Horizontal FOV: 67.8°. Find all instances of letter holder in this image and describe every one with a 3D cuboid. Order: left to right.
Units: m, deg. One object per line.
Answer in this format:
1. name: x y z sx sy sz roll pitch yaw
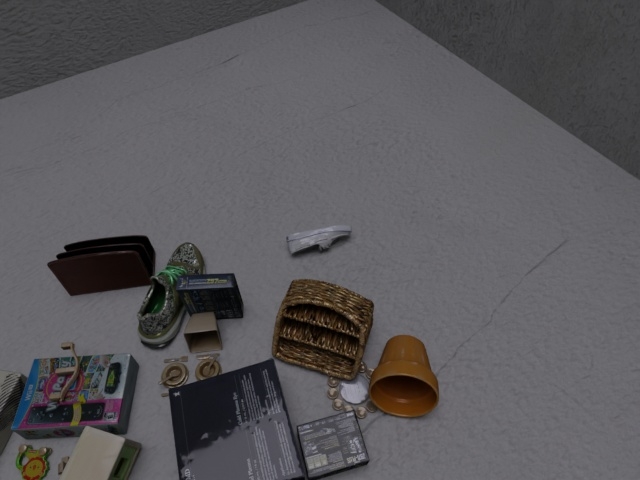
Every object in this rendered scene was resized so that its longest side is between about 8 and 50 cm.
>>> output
1. letter holder: -0.775 0.061 1.705 0.301 0.214 0.152 -8 53 -5

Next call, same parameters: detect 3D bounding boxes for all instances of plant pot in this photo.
1. plant pot: -0.390 0.301 1.596 0.109 0.109 0.096 -6 43 -4
2. plant pot: 0.259 0.403 1.468 0.205 0.205 0.188 9 38 7

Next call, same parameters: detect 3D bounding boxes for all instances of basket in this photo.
1. basket: 0.007 0.277 1.531 0.299 0.213 0.223 16 50 13

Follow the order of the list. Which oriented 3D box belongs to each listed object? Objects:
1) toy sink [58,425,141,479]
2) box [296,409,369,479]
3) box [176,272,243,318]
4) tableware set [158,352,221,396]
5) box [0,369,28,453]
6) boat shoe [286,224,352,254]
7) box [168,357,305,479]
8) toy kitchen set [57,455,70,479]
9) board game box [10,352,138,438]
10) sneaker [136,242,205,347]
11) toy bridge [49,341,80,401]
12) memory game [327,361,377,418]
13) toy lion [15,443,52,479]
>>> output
1. toy sink: -0.606 0.647 1.289 0.131 0.153 0.234 15 61 6
2. box: 0.034 0.592 1.379 0.180 0.077 0.147 -13 58 -9
3. box: -0.363 0.192 1.593 0.183 0.233 0.059 -4 55 -2
4. tableware set: -0.419 0.424 1.538 0.194 0.039 0.128 -6 53 -4
5. box: -0.974 0.535 1.413 0.094 0.113 0.275 7 55 4
6. boat shoe: 0.000 0.000 1.839 0.258 0.095 0.084 -11 82 -4
7. box: -0.236 0.560 1.347 0.312 0.179 0.343 -13 54 -11
8. toy kitchen set: -0.750 0.661 1.342 0.075 0.068 0.083 -13 54 -9
9. board game box: -0.742 0.477 1.466 0.303 0.097 0.224 -3 52 -2
10. sneaker: -0.519 0.155 1.653 0.158 0.182 0.410 7 53 6
11. toy bridge: -0.771 0.398 1.450 0.063 0.026 0.188 -6 52 -6
12. memory game: 0.111 0.473 1.516 0.186 0.012 0.186 0 54 0
13. toy lion: -0.835 0.647 1.380 0.100 0.034 0.096 6 61 5
